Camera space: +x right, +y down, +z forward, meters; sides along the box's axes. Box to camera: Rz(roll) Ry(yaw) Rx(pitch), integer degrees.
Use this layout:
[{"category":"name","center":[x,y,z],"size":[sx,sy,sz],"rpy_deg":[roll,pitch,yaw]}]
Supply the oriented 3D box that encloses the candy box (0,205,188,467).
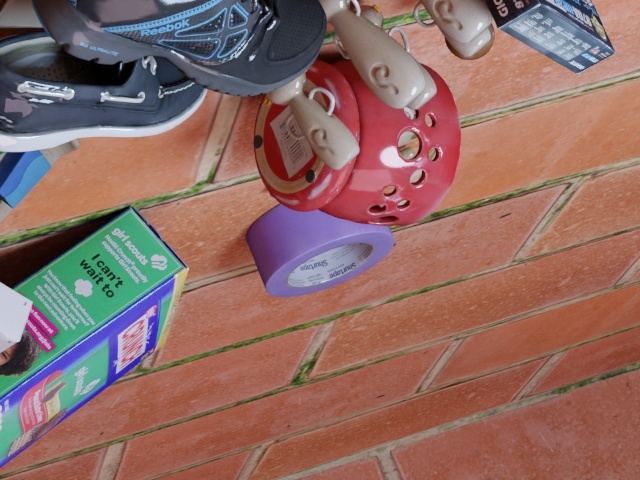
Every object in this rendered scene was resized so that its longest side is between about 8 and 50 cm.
[{"category":"candy box","center":[-0.331,0.131,2.302],"size":[0.317,0.122,0.268],"rpy_deg":[-38,167,-23]}]

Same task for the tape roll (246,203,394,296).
[{"category":"tape roll","center":[0.000,0.000,2.514],"size":[0.189,0.080,0.189],"rpy_deg":[-20,162,-7]}]

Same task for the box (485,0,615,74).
[{"category":"box","center":[0.205,-0.271,1.849],"size":[0.051,0.175,0.220],"rpy_deg":[-29,161,22]}]

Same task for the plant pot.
[{"category":"plant pot","center":[0.036,-0.114,2.077],"size":[0.174,0.191,0.191],"rpy_deg":[4,149,-41]}]

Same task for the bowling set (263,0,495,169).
[{"category":"bowling set","center":[0.079,-0.222,1.937],"size":[0.287,0.154,0.200],"rpy_deg":[-43,174,33]}]

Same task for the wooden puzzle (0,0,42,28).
[{"category":"wooden puzzle","center":[-0.269,-0.216,1.722],"size":[0.116,0.014,0.078],"rpy_deg":[-3,159,-44]}]

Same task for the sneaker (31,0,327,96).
[{"category":"sneaker","center":[-0.098,-0.221,1.725],"size":[0.341,0.125,0.140],"rpy_deg":[-1,152,-48]}]

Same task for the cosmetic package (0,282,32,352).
[{"category":"cosmetic package","center":[-0.436,0.046,1.977],"size":[0.239,0.060,0.099],"rpy_deg":[33,137,-25]}]

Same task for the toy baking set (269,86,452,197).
[{"category":"toy baking set","center":[0.053,-0.112,2.339],"size":[0.256,0.030,0.197],"rpy_deg":[-22,161,-2]}]

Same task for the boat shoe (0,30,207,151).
[{"category":"boat shoe","center":[-0.211,-0.159,1.785],"size":[0.302,0.114,0.091],"rpy_deg":[-24,150,-48]}]

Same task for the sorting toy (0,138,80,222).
[{"category":"sorting toy","center":[-0.358,-0.079,1.804],"size":[0.229,0.041,0.307],"rpy_deg":[-45,156,-9]}]
